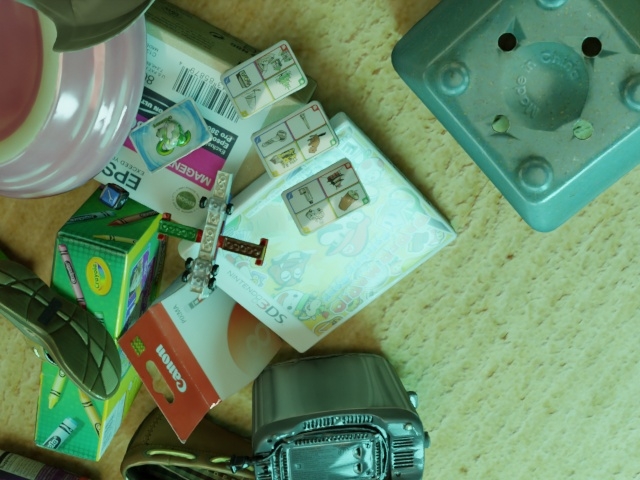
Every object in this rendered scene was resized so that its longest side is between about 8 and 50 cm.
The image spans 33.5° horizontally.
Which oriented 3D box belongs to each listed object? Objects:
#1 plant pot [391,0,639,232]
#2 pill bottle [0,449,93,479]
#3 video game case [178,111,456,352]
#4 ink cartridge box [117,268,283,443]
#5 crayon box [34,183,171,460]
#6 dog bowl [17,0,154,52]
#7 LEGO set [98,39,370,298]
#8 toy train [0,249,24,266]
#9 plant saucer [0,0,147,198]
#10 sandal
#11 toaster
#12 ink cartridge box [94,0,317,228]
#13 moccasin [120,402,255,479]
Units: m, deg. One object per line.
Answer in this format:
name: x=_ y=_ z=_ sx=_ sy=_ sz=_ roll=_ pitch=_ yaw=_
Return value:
plant pot: x=0.208 y=-0.152 z=0.931 sx=0.247 sy=0.252 sz=0.248 roll=-41 pitch=90 yaw=25
pill bottle: x=-0.395 y=0.334 z=1.375 sx=0.194 sy=0.108 sz=0.108 roll=18 pitch=117 yaw=1
video game case: x=0.000 y=0.000 z=1.135 sx=0.227 sy=0.026 sz=0.206 roll=-38 pitch=125 yaw=13
ink cartridge box: x=-0.128 y=0.112 z=1.183 sx=0.045 sy=0.179 sz=0.145 roll=-14 pitch=113 yaw=35
crayon box: x=-0.242 y=0.085 z=1.197 sx=0.081 sy=0.165 sz=0.278 roll=15 pitch=117 yaw=3
dog bowl: x=-0.225 y=-0.326 z=0.821 sx=0.349 sy=0.102 sz=0.348 roll=16 pitch=126 yaw=22
LEGO set: x=-0.094 y=-0.059 z=1.062 sx=0.244 sy=0.060 sz=0.182 roll=-29 pitch=87 yaw=10
toy train: x=-0.472 y=0.078 z=1.275 sx=0.248 sy=0.105 sz=0.143 roll=-41 pitch=93 yaw=24
plant saucer: x=-0.327 y=-0.200 z=1.057 sx=0.332 sy=0.084 sz=0.332 roll=7 pitch=106 yaw=28
sandal: x=-0.274 y=0.093 z=1.078 sx=0.180 sy=0.072 sz=0.049 roll=42 pitch=131 yaw=-9
toaster: x=0.005 y=0.213 z=1.210 sx=0.227 sy=0.146 sz=0.129 roll=-6 pitch=117 yaw=-4
ink cartridge box: x=-0.151 y=-0.131 z=1.121 sx=0.235 sy=0.088 sz=0.193 roll=27 pitch=116 yaw=-5
moccasin: x=-0.059 y=0.325 z=1.291 sx=0.380 sy=0.147 sz=0.139 roll=30 pitch=117 yaw=-5
